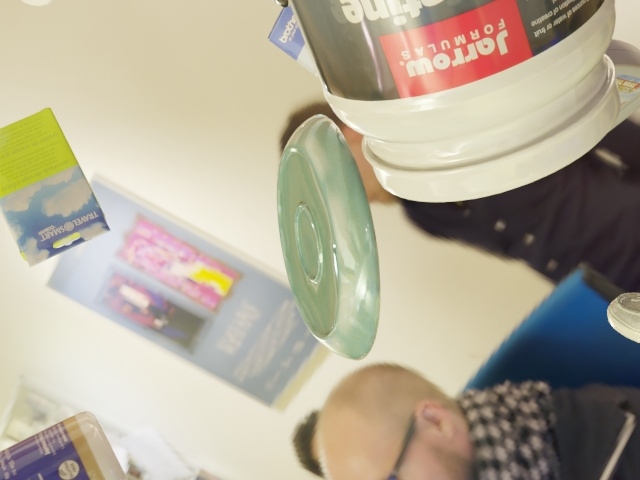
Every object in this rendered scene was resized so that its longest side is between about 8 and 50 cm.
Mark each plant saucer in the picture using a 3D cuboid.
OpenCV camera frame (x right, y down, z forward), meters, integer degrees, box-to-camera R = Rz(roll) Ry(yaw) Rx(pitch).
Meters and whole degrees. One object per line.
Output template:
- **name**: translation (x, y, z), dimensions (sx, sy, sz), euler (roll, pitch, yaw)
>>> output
- **plant saucer**: translation (0.000, 0.000, 1.537), dimensions (0.317, 0.044, 0.317), euler (171, 90, -74)

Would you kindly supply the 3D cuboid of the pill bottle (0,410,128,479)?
- **pill bottle**: translation (-0.213, 0.202, 0.800), dimensions (0.187, 0.112, 0.112), euler (-27, -4, -14)

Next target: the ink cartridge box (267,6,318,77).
- **ink cartridge box**: translation (0.081, -0.169, 1.199), dimensions (0.186, 0.311, 0.065), euler (-23, -30, -58)

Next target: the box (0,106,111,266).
- **box**: translation (-0.333, -0.060, 1.440), dimensions (0.109, 0.178, 0.042), euler (-26, -15, -12)

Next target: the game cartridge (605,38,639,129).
- **game cartridge**: translation (0.349, -0.192, 1.647), dimensions (0.198, 0.062, 0.297), euler (-36, -20, 32)

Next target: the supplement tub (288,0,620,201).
- **supplement tub**: translation (0.068, -0.181, 0.736), dimensions (0.191, 0.272, 0.191), euler (-18, 27, 10)

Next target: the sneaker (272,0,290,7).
- **sneaker**: translation (0.017, -0.319, 1.091), dimensions (0.084, 0.097, 0.234), euler (-114, 40, -72)

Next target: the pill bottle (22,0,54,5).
- **pill bottle**: translation (-0.184, -0.342, 1.159), dimensions (0.283, 0.161, 0.161), euler (-36, -12, -34)

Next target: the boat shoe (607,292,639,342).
- **boat shoe**: translation (0.449, 0.086, 1.463), dimensions (0.079, 0.227, 0.081), euler (-31, -59, -35)
